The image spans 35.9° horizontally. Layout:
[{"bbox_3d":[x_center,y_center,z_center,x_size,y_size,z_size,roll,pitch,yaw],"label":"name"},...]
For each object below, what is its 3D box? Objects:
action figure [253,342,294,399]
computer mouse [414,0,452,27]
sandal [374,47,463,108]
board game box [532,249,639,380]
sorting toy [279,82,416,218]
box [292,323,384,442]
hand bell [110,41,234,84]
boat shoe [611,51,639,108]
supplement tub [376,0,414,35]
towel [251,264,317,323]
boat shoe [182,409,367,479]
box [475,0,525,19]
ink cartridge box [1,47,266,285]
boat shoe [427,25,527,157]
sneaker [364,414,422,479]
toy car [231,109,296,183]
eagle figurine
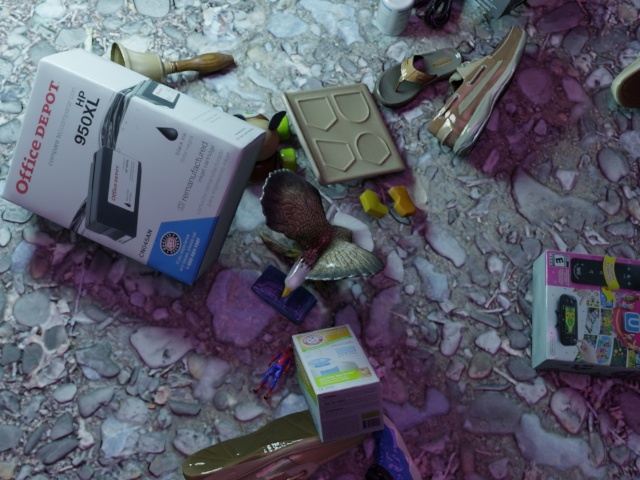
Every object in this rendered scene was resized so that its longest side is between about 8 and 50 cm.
[{"bbox_3d":[-0.080,0.237,1.826,0.038,0.030,0.115,29,67,11],"label":"action figure"},{"bbox_3d":[0.181,-0.594,2.148,0.272,0.072,0.188,24,69,4],"label":"computer mouse"},{"bbox_3d":[0.208,-0.351,2.063,0.219,0.060,0.090,-24,73,-14],"label":"sandal"},{"bbox_3d":[0.566,0.148,1.892,0.304,0.097,0.223,7,69,-4],"label":"board game box"},{"bbox_3d":[0.062,-0.170,1.959,0.229,0.041,0.307,-11,69,-35],"label":"sorting toy"},{"bbox_3d":[0.027,0.246,1.736,0.114,0.103,0.203,-11,26,-9],"label":"box"},{"bbox_3d":[-0.292,-0.353,2.007,0.242,0.126,0.126,-12,70,-24],"label":"hand bell"},{"bbox_3d":[0.731,-0.375,2.116,0.302,0.109,0.098,-29,35,-15],"label":"boat shoe"},{"bbox_3d":[0.158,-0.489,2.086,0.071,0.107,0.071,2,69,-6],"label":"supplement tub"},{"bbox_3d":[-0.069,0.101,1.878,0.119,0.029,0.067,36,69,8],"label":"towel"},{"bbox_3d":[-0.069,0.388,1.735,0.341,0.122,0.110,-15,106,-15],"label":"boat shoe"},{"bbox_3d":[0.354,-0.644,2.150,0.307,0.076,0.242,45,54,11],"label":"box"},{"bbox_3d":[-0.341,-0.138,1.797,0.395,0.166,0.285,24,110,4],"label":"ink cartridge box"},{"bbox_3d":[0.326,-0.325,2.037,0.116,0.123,0.324,29,67,7],"label":"boat shoe"},{"bbox_3d":[0.110,0.389,1.771,0.085,0.058,0.152,-24,80,-23],"label":"sneaker"},{"bbox_3d":[-0.126,-0.207,1.904,0.155,0.188,0.148,-9,70,-9],"label":"toy car"},{"bbox_3d":[-0.003,0.010,1.775,0.227,0.298,0.225,5,68,-4],"label":"eagle figurine"}]
